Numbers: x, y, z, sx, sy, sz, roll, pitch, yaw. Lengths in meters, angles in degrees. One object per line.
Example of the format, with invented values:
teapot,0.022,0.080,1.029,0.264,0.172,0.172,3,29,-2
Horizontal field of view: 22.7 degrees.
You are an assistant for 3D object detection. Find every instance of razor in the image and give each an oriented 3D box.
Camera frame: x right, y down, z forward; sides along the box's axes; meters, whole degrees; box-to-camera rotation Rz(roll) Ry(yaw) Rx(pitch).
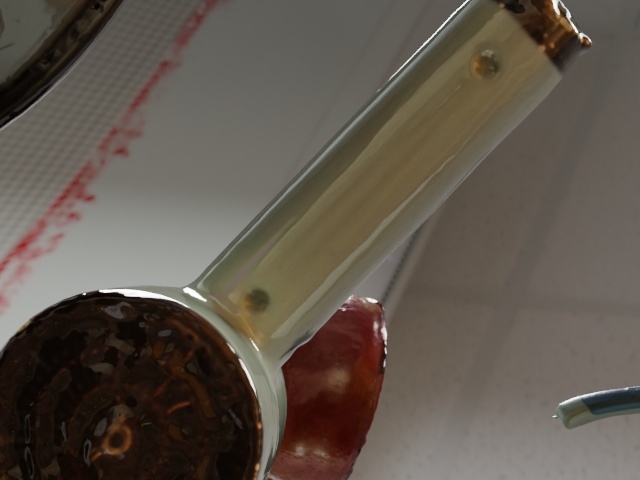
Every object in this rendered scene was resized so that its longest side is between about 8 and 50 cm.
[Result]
razor,0.262,0.123,1.177,0.191,0.037,0.068,4,-156,-21

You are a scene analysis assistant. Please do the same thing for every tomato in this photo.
tomato,-0.034,0.137,1.486,0.139,0.233,0.200,21,-120,-13

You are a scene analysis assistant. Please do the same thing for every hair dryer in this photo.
hair dryer,0.000,0.000,0.756,0.362,0.128,0.203,-46,177,0

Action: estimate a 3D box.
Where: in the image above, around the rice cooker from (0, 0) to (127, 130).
rice cooker,-0.193,-0.158,0.683,0.241,0.227,0.280,-35,-135,12
